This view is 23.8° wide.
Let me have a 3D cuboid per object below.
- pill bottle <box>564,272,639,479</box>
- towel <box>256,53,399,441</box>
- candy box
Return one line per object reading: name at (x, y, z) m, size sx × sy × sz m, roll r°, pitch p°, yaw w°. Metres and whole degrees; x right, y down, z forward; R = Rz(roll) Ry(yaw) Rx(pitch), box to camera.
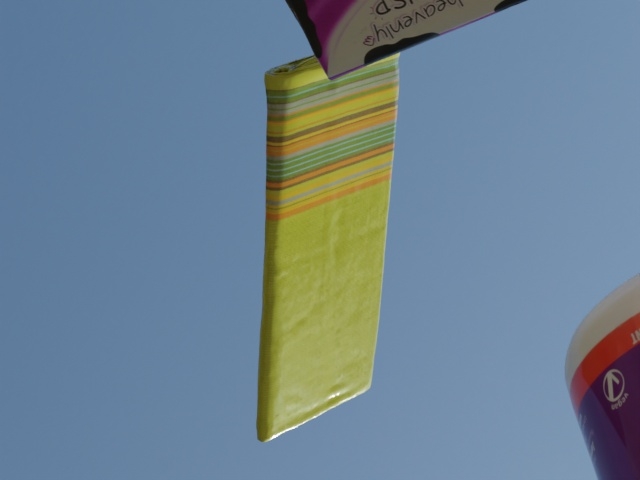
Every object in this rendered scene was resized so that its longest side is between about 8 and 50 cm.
pill bottle at (0.257, 0.169, 0.810) m, size 0.181 × 0.181 × 0.323 m, roll 1°, pitch -128°, yaw -21°
towel at (0.000, 0.000, 0.903) m, size 0.102 × 0.237 × 0.021 m, roll -21°, pitch -146°, yaw -41°
candy box at (0.072, -0.183, 0.769) m, size 0.071 × 0.159 × 0.233 m, roll 60°, pitch -158°, yaw -25°
